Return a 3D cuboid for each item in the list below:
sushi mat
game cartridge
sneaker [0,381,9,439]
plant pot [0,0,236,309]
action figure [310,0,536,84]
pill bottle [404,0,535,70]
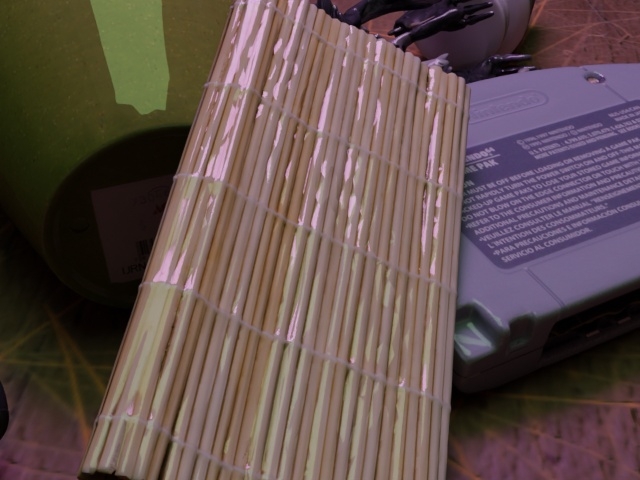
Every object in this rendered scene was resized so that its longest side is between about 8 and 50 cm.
[{"bbox_3d":[0.000,0.000,0.497,0.151,0.019,0.316,23,48,-15],"label":"sushi mat"},{"bbox_3d":[0.145,-0.029,0.638,0.294,0.060,0.196,-17,51,-27],"label":"game cartridge"},{"bbox_3d":[-0.241,0.062,0.507,0.234,0.078,0.106,23,33,30],"label":"sneaker"},{"bbox_3d":[-0.124,-0.107,0.662,0.274,0.275,0.293,-10,46,-16],"label":"plant pot"},{"bbox_3d":[0.085,-0.138,0.780,0.141,0.164,0.275,-24,8,29],"label":"action figure"},{"bbox_3d":[0.148,-0.237,1.005,0.117,0.117,0.215,7,29,13],"label":"pill bottle"}]
